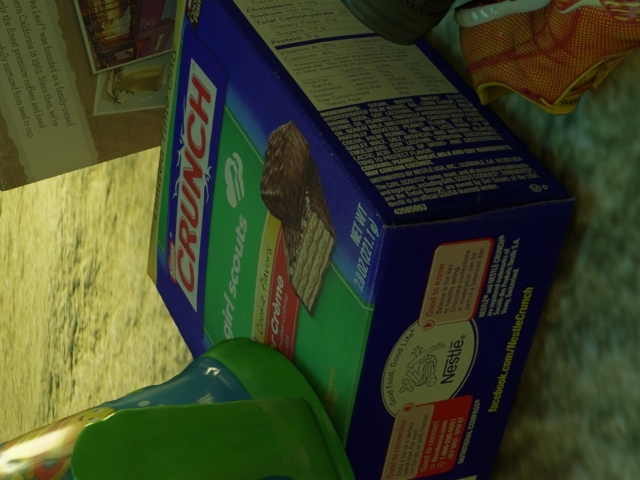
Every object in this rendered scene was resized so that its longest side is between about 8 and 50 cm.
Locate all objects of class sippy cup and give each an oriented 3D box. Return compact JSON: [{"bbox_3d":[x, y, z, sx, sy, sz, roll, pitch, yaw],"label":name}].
[{"bbox_3d":[-0.113,0.190,0.716,0.240,0.224,0.306,38,134,56],"label":"sippy cup"}]

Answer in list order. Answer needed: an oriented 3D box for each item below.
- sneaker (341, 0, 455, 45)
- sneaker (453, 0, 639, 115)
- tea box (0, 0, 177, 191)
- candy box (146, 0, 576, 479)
[{"bbox_3d":[0.065,-0.219,0.688,0.130,0.087,0.228,-35,40,33],"label":"sneaker"},{"bbox_3d":[0.125,-0.096,0.620,0.067,0.064,0.175,71,163,-9],"label":"sneaker"},{"bbox_3d":[-0.210,-0.277,0.993,0.329,0.220,0.324,87,163,-56],"label":"tea box"},{"bbox_3d":[0.000,0.000,0.819,0.317,0.122,0.268,-124,35,-47],"label":"candy box"}]
